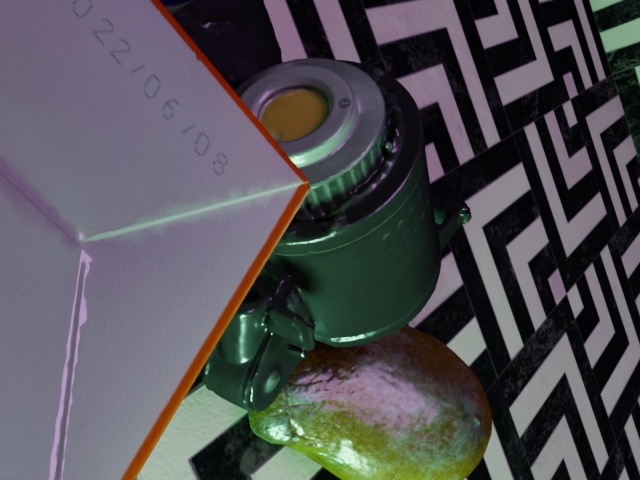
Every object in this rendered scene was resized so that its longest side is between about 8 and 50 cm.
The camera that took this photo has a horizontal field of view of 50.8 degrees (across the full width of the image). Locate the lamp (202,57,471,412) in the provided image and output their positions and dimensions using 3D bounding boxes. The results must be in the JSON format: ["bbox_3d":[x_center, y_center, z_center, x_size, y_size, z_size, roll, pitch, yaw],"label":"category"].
[{"bbox_3d":[0.011,-0.043,0.647,0.374,0.205,0.272,-48,147,-40],"label":"lamp"}]

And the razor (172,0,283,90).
[{"bbox_3d":[-0.141,-0.282,0.678,0.189,0.107,0.326,-10,88,-46],"label":"razor"}]

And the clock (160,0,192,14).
[{"bbox_3d":[-0.176,-0.278,0.517,0.231,0.083,0.230,13,70,-39],"label":"clock"}]

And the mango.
[{"bbox_3d":[0.062,0.186,0.758,0.317,0.146,0.192,16,67,-29],"label":"mango"}]

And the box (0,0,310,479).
[{"bbox_3d":[-0.250,-0.023,0.388,0.348,0.257,0.318,48,48,-26],"label":"box"}]
